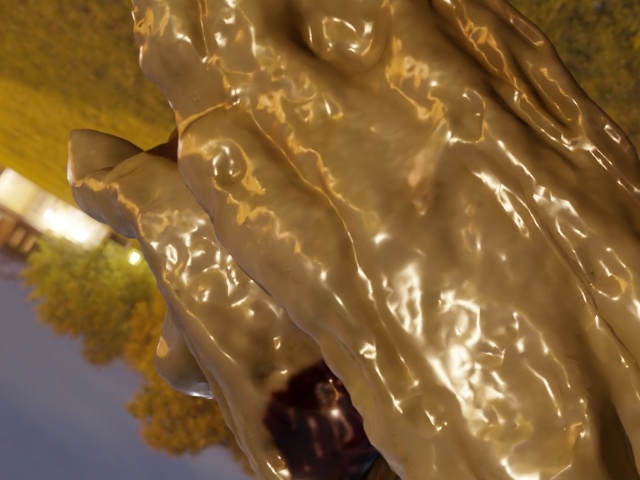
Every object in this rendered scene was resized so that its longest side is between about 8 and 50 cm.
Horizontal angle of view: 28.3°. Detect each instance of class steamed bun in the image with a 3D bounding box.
[{"bbox_3d":[0.000,0.000,0.512,0.428,0.189,0.247,58,180,25],"label":"steamed bun"}]
